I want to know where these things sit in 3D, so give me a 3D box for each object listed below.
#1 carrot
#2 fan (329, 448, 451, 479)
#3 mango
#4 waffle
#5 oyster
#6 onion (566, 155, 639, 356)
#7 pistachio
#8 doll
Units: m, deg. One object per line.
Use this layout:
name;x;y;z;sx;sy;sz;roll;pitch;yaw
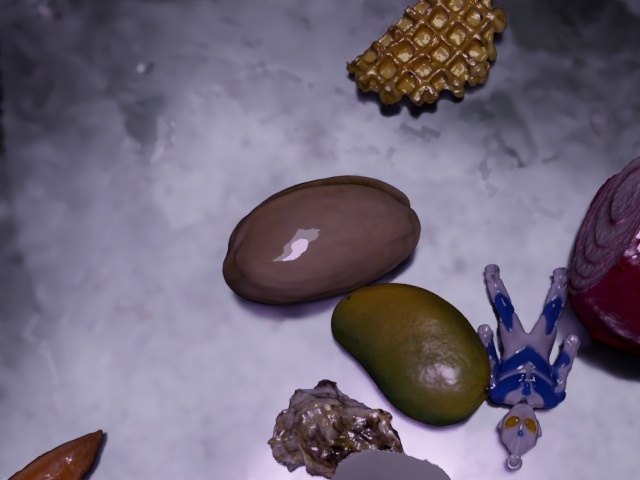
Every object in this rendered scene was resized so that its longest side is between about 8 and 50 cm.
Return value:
carrot;-0.312;0.275;1.643;0.205;0.072;0.072;-41;80;-15
fan;0.128;0.350;1.616;0.310;0.010;0.182;35;100;2
mango;0.102;0.115;1.645;0.122;0.085;0.191;-46;76;13
waffle;0.120;-0.236;1.747;0.192;0.046;0.160;-11;80;-1
oyster;0.032;0.215;1.642;0.166;0.053;0.108;21;82;-3
onion;0.385;0.029;1.601;0.207;0.216;0.206;23;82;-1
pistachio;0.000;0.000;1.665;0.226;0.136;0.135;-17;78;-10
doll;0.226;0.138;1.658;0.114;0.057;0.227;4;76;-2
